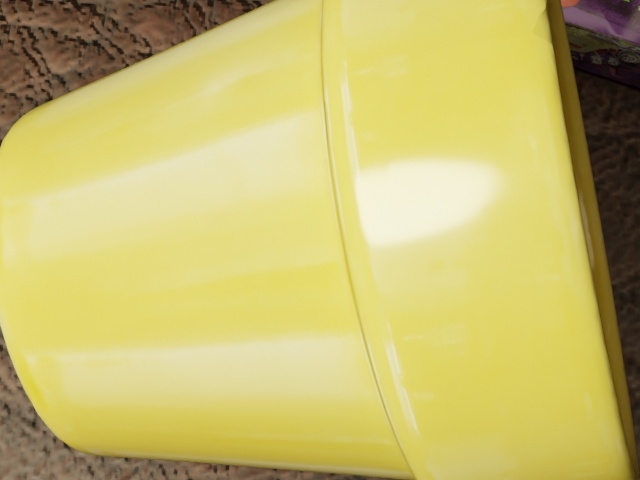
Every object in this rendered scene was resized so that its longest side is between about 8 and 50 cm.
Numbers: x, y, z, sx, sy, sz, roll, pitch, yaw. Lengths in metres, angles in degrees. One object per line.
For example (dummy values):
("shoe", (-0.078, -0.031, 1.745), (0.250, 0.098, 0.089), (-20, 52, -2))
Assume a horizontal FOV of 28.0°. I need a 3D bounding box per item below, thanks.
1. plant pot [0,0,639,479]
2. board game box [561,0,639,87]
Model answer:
("plant pot", (0.000, 0.000, 0.563), (0.239, 0.254, 0.253), (-11, 68, 13))
("board game box", (0.260, -0.232, 0.745), (0.208, 0.056, 0.346), (21, 70, 4))
